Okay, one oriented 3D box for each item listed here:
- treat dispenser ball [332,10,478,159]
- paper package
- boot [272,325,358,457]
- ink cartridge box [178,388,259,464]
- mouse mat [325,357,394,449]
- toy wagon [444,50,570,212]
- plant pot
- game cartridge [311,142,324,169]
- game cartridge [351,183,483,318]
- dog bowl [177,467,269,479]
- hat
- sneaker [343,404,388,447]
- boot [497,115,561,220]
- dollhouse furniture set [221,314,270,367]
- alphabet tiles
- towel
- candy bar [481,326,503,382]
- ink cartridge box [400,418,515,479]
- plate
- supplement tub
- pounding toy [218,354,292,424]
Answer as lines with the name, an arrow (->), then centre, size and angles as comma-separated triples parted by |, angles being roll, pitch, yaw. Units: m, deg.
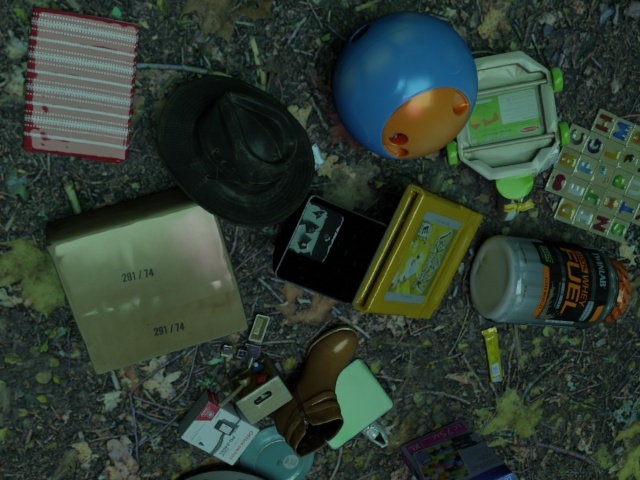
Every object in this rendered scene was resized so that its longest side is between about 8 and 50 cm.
treat dispenser ball -> 0.167, -0.305, 1.448 | 0.288, 0.288, 0.288 | -5, 108, -16
paper package -> -0.345, 0.074, 1.474 | 0.324, 0.168, 0.310 | -17, 112, -12
boot -> 0.007, 0.335, 1.632 | 0.283, 0.220, 0.109 | -41, 113, -2
ink cartridge box -> -0.232, 0.430, 1.674 | 0.150, 0.063, 0.109 | 36, 94, -23
mouse mat -> 0.064, 0.395, 1.757 | 0.189, 0.007, 0.153 | -36, 93, -2
toy wagon -> 0.405, -0.233, 1.605 | 0.267, 0.068, 0.345 | -9, 95, 6
plant pot -> 0.000, 0.000, 1.557 | 0.188, 0.167, 0.188 | 21, 99, -22
game cartridge -> -0.035, -0.169, 1.576 | 0.083, 0.017, 0.056 | -28, 109, -7
game cartridge -> 0.226, 0.038, 1.613 | 0.323, 0.052, 0.286 | 13, 105, -53
dog bowl -> -0.229, 0.746, 1.677 | 0.407, 0.150, 0.408 | -1, 103, -3
hat -> -0.143, -0.195, 1.385 | 0.331, 0.134, 0.332 | 7, 70, -20
sneaker -> 0.116, 0.452, 1.789 | 0.152, 0.061, 0.054 | 42, 93, -22
boot -> 0.492, -0.169, 1.692 | 0.123, 0.095, 0.259 | 4, 104, -11
dollhouse furniture set -> -0.159, 0.223, 1.622 | 0.090, 0.081, 0.114 | 16, 101, -21
alphabet tiles -> 0.722, -0.156, 1.814 | 0.342, 0.011, 0.285 | 17, 101, -21
towel -> -0.460, -0.292, 1.401 | 0.198, 0.031, 0.275 | 6, 103, -16
candy bar -> 0.441, 0.297, 1.863 | 0.040, 0.018, 0.162 | -16, 111, -8
ink cartridge box -> 0.336, 0.559, 1.752 | 0.185, 0.311, 0.065 | -21, 113, -10
plate -> -0.102, 0.535, 1.767 | 0.188, 0.024, 0.188 | -5, 107, -15
supplement tub -> 0.547, 0.104, 1.734 | 0.337, 0.207, 0.207 | 6, 105, -19
pounding toy -> -0.154, 0.335, 1.632 | 0.141, 0.130, 0.100 | -32, 113, -5
